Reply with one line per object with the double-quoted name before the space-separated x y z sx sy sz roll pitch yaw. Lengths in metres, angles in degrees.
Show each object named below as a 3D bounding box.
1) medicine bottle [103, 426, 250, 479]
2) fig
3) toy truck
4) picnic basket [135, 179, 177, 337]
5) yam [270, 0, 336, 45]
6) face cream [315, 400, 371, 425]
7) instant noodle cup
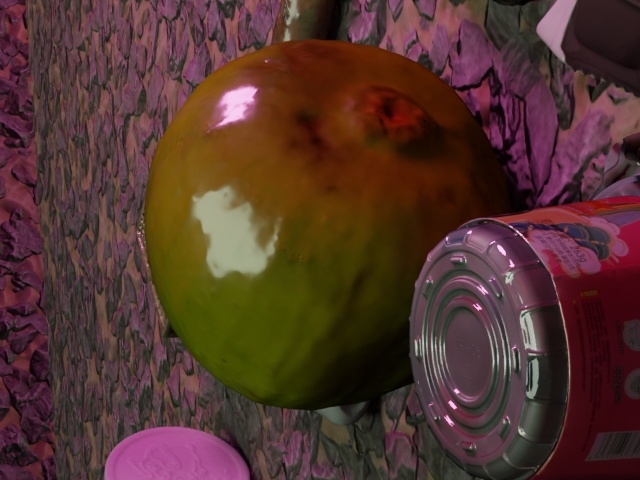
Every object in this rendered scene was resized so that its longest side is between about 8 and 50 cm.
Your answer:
"medicine bottle" -0.224 0.456 1.790 0.212 0.212 0.325 -125 39 -50
"fig" -0.005 0.002 1.099 0.343 0.343 0.343 177 90 -66
"toy truck" 0.177 -0.235 0.928 0.111 0.136 0.286 -47 49 31
"picnic basket" -0.162 0.009 1.699 0.154 0.134 0.196 115 144 -44
"yam" -0.024 -0.221 1.447 0.071 0.067 0.317 -108 26 -59
"face cream" -0.024 0.120 1.475 0.291 0.071 0.144 -165 74 -64
"instant noodle cup" 0.178 0.074 0.887 0.258 0.182 0.302 146 118 -61
